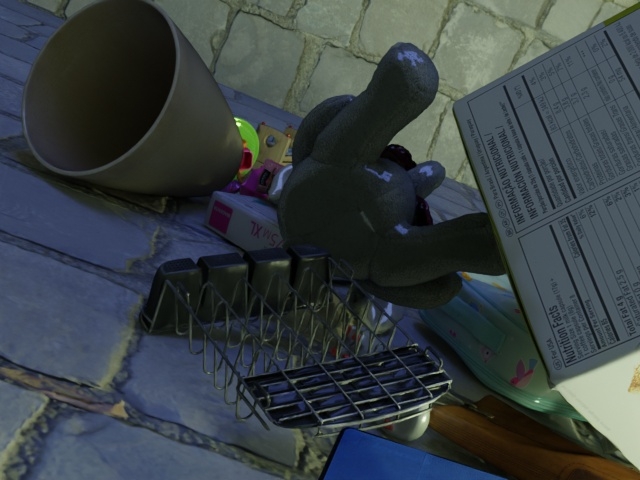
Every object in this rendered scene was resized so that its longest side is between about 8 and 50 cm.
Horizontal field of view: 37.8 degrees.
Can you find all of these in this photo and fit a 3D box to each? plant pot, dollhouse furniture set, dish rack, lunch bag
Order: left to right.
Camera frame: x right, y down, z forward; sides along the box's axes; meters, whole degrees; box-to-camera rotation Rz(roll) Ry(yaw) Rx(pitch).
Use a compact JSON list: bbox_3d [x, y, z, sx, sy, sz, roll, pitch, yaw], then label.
[{"bbox_3d":[-0.230,-0.167,1.328,0.256,0.256,0.274,31,-1,31],"label":"plant pot"},{"bbox_3d":[-0.128,-0.163,1.674,0.183,0.129,0.129,27,13,18],"label":"dollhouse furniture set"},{"bbox_3d":[-0.022,0.093,0.847,0.208,0.074,0.271,-8,33,-31],"label":"dish rack"},{"bbox_3d":[0.262,0.127,1.222,0.224,0.108,0.279,13,15,-28],"label":"lunch bag"}]

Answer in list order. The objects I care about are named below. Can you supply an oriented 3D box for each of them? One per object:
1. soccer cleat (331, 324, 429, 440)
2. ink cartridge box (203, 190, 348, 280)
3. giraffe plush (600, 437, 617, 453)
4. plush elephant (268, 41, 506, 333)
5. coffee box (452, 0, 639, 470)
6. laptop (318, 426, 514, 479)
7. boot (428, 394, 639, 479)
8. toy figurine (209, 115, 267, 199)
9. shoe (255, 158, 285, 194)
[{"bbox_3d":[0.075,0.140,0.936,0.076,0.068,0.196,25,9,-24],"label":"soccer cleat"},{"bbox_3d":[0.000,0.000,1.381,0.185,0.065,0.311,30,16,36],"label":"ink cartridge box"},{"bbox_3d":[0.460,0.237,1.078,0.210,0.181,0.170,-13,-29,42],"label":"giraffe plush"},{"bbox_3d":[0.060,-0.033,1.127,0.272,0.330,0.255,57,15,1],"label":"plush elephant"},{"bbox_3d":[0.376,-0.006,0.918,0.337,0.334,0.338,40,29,-47],"label":"coffee box"},{"bbox_3d":[0.167,0.168,0.457,0.382,0.408,0.236,16,56,8],"label":"laptop"},{"bbox_3d":[0.220,0.211,0.828,0.280,0.096,0.264,29,14,28],"label":"boot"},{"bbox_3d":[-0.153,-0.104,1.481,0.173,0.130,0.159,-7,35,-23],"label":"toy figurine"},{"bbox_3d":[-0.054,-0.077,1.353,0.081,0.063,0.178,19,6,-1],"label":"shoe"}]
